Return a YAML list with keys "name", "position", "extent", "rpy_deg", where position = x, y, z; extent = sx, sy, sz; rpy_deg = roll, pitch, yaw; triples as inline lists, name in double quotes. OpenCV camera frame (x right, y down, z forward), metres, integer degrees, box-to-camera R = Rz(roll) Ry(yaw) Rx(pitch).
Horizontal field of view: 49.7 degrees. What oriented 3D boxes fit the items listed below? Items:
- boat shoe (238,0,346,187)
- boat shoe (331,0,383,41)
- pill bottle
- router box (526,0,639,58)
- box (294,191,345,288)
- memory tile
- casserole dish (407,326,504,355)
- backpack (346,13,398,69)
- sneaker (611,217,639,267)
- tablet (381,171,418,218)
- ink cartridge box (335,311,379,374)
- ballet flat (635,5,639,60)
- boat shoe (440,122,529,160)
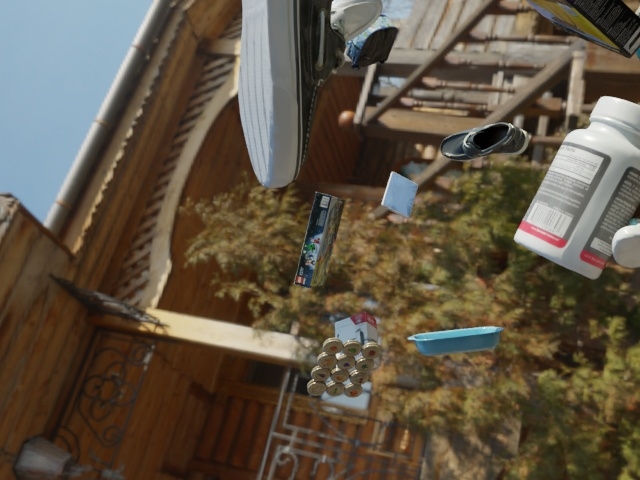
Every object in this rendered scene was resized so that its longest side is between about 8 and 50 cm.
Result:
- name: "boat shoe"
  position: [-0.023, -0.227, 0.792]
  extent: [0.119, 0.121, 0.335]
  rpy_deg: [-5, -74, -25]
- name: "boat shoe"
  position: [0.017, -0.382, 1.274]
  extent: [0.083, 0.226, 0.076]
  rpy_deg: [60, -174, -39]
- name: "pill bottle"
  position: [0.519, -0.102, 1.316]
  extent: [0.319, 0.176, 0.176]
  rpy_deg: [-64, -17, 8]
- name: "router box"
  position: [0.316, -0.306, 0.879]
  extent: [0.046, 0.133, 0.179]
  rpy_deg: [-54, 28, 17]
- name: "box"
  position: [0.000, 0.000, 1.744]
  extent: [0.159, 0.044, 0.233]
  rpy_deg: [3, -79, -77]
- name: "memory tile"
  position: [0.042, 0.242, 1.292]
  extent: [0.012, 0.113, 0.148]
  rpy_deg: [-99, 23, -53]
- name: "casserole dish"
  position: [0.267, 0.197, 1.351]
  extent: [0.114, 0.188, 0.037]
  rpy_deg: [37, -134, -87]
- name: "backpack"
  position: [0.115, -0.465, 1.584]
  extent: [0.105, 0.084, 0.114]
  rpy_deg: [-21, -22, -27]
- name: "sneaker"
  position: [0.569, -0.004, 1.230]
  extent: [0.212, 0.080, 0.094]
  rpy_deg: [18, -129, -43]
- name: "tablet"
  position: [0.137, -0.078, 1.189]
  extent: [0.006, 0.054, 0.083]
  rpy_deg: [-54, 12, 50]
- name: "ink cartridge box"
  position: [0.092, 0.264, 1.764]
  extent: [0.056, 0.099, 0.135]
  rpy_deg: [42, -146, -41]
- name: "ballet flat"
  position: [0.624, -0.172, 1.009]
  extent: [0.182, 0.164, 0.483]
  rpy_deg: [-39, -77, -25]
- name: "boat shoe"
  position: [0.378, -0.241, 1.657]
  extent: [0.079, 0.233, 0.084]
  rpy_deg: [12, -98, -42]
